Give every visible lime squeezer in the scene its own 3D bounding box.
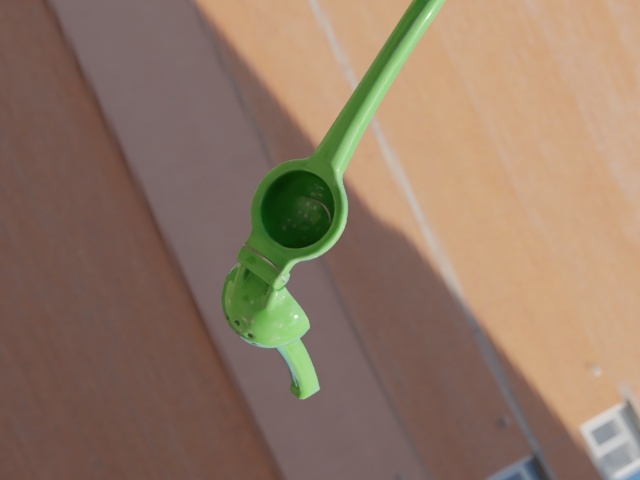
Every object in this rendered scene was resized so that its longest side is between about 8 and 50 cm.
[{"bbox_3d":[0.000,0.000,1.047,0.059,0.110,0.310,48,-43,35],"label":"lime squeezer"}]
